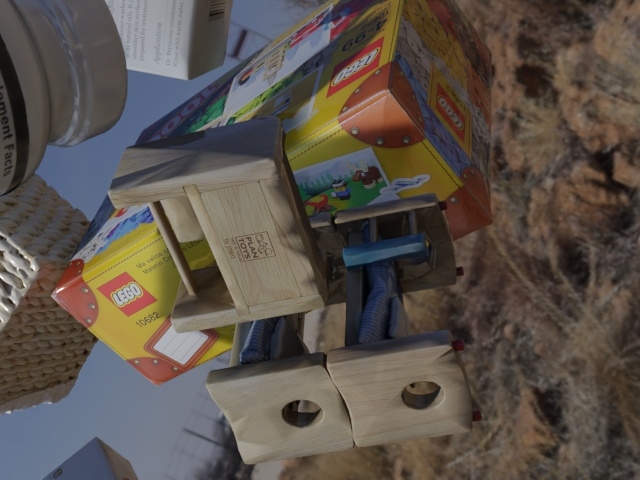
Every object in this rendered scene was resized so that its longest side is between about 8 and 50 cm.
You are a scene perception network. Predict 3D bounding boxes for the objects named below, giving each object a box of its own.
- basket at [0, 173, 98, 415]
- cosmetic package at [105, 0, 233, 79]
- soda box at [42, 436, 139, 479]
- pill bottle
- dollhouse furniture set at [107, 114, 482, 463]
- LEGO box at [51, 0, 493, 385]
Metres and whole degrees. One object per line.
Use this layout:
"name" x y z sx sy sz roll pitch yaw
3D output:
"basket" -0.486 0.050 1.280 0.266 0.328 0.331 -53 -12 6
"cosmetic package" -0.294 -0.321 0.992 0.156 0.385 0.217 -60 -17 -70
"soda box" -0.196 0.297 0.874 0.074 0.216 0.069 -39 -45 -5
"pill bottle" -0.267 -0.083 0.538 0.278 0.162 0.162 -31 -23 -39
"dollhouse furniture set" 0.000 0.000 0.461 0.129 0.129 0.183 -86 -18 -52
"LEGO box" -0.045 -0.089 1.111 0.500 0.193 0.372 -28 29 29
